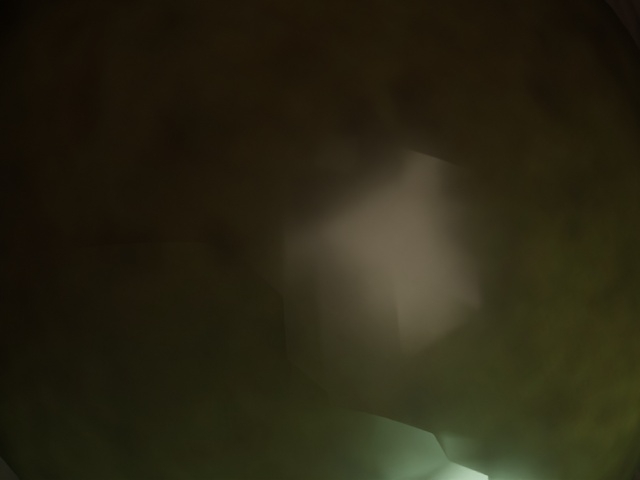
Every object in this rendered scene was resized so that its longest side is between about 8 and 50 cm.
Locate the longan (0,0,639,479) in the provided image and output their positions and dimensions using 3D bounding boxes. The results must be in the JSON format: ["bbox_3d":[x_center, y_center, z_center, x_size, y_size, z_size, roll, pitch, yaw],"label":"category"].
[{"bbox_3d":[0.003,-0.002,0.486,0.297,0.297,0.297,-2,94,-25],"label":"longan"}]
